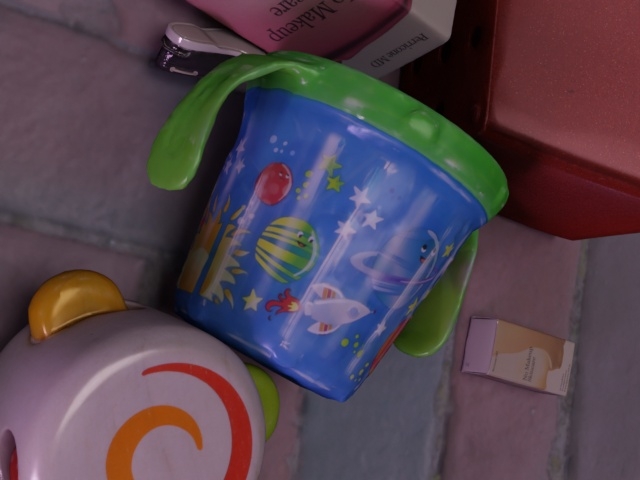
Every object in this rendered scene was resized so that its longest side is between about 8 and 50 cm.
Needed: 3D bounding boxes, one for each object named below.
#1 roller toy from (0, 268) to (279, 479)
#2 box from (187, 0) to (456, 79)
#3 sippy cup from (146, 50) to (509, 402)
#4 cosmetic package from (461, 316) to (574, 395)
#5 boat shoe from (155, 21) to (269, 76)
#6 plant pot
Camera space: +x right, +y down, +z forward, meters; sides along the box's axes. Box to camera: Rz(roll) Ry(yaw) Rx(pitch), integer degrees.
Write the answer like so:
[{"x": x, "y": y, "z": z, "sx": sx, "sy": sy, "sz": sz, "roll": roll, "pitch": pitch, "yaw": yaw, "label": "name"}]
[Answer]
[{"x": -0.154, "y": 0.142, "z": 0.854, "sx": 0.209, "sy": 0.146, "sz": 0.191, "roll": 37, "pitch": 78, "yaw": -34, "label": "roller toy"}, {"x": -0.014, "y": -0.244, "z": 0.950, "sx": 0.232, "sy": 0.149, "sz": 0.127, "roll": 29, "pitch": 58, "yaw": -30, "label": "box"}, {"x": 0.000, "y": 0.000, "z": 0.934, "sx": 0.305, "sy": 0.240, "sz": 0.224, "roll": 30, "pitch": 81, "yaw": -7, "label": "sippy cup"}, {"x": 0.203, "y": 0.119, "z": 1.167, "sx": 0.115, "sy": 0.041, "sz": 0.060, "roll": 17, "pitch": 80, "yaw": -33, "label": "cosmetic package"}, {"x": -0.086, "y": -0.156, "z": 0.977, "sx": 0.125, "sy": 0.046, "sz": 0.038, "roll": -3, "pitch": 133, "yaw": -50, "label": "boat shoe"}, {"x": 0.217, "y": -0.155, "z": 1.072, "sx": 0.236, "sy": 0.267, "sz": 0.267, "roll": 9, "pitch": 83, "yaw": -20, "label": "plant pot"}]
